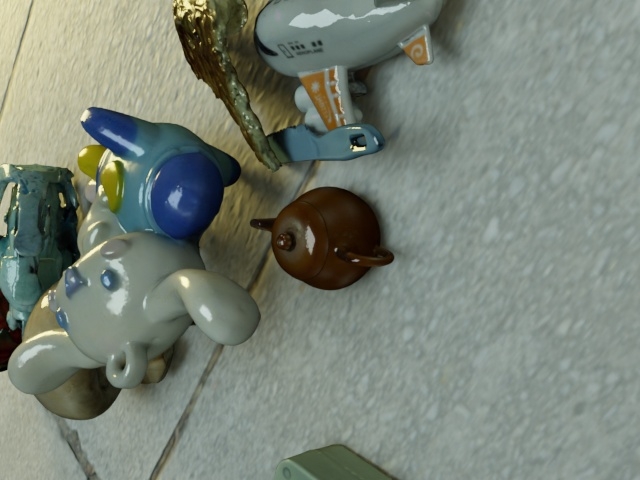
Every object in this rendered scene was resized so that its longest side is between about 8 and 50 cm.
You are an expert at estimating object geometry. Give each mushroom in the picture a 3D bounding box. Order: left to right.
[{"bbox_3d":[-0.293,0.145,1.191,0.204,0.204,0.204,6,98,44],"label":"mushroom"}]

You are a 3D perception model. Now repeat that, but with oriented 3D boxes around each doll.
[{"bbox_3d":[-0.210,-0.012,0.995,0.375,0.187,0.366,-9,61,23],"label":"doll"}]

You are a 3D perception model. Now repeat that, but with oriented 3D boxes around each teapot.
[{"bbox_3d":[0.000,0.000,0.918,0.173,0.116,0.116,20,108,41],"label":"teapot"}]

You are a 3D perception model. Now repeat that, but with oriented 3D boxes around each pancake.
[{"bbox_3d":[-0.097,-0.186,0.989,0.245,0.057,0.266,61,171,1],"label":"pancake"}]

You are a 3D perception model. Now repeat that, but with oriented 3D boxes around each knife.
[{"bbox_3d":[-0.011,-0.100,0.909,0.313,0.019,0.045,5,120,67],"label":"knife"}]

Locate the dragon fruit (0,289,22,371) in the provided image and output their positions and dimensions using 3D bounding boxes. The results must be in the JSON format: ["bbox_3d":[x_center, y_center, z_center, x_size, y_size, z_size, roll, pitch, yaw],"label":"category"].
[{"bbox_3d":[-0.548,0.126,1.435,0.182,0.182,0.189,47,165,31],"label":"dragon fruit"}]

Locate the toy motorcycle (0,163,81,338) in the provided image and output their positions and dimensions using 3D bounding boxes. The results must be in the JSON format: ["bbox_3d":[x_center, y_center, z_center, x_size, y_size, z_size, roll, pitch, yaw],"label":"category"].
[{"bbox_3d":[-0.419,0.007,1.284,0.206,0.154,0.260,117,151,-54],"label":"toy motorcycle"}]

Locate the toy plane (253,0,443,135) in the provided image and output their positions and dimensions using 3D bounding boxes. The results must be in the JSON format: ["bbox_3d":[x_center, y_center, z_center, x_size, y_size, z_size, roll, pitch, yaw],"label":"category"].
[{"bbox_3d":[0.019,-0.219,0.874,0.244,0.117,0.245,7,101,43],"label":"toy plane"}]

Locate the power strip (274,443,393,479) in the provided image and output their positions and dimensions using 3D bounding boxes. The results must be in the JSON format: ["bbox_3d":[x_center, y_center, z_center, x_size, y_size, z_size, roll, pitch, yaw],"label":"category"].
[{"bbox_3d":[0.033,0.372,0.907,0.261,0.141,0.230,25,112,44],"label":"power strip"}]

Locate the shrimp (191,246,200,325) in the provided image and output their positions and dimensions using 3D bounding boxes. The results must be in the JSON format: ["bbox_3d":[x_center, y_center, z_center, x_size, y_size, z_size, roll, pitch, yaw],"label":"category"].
[{"bbox_3d":[-0.178,0.044,1.152,0.178,0.034,0.124,-50,63,37],"label":"shrimp"}]
